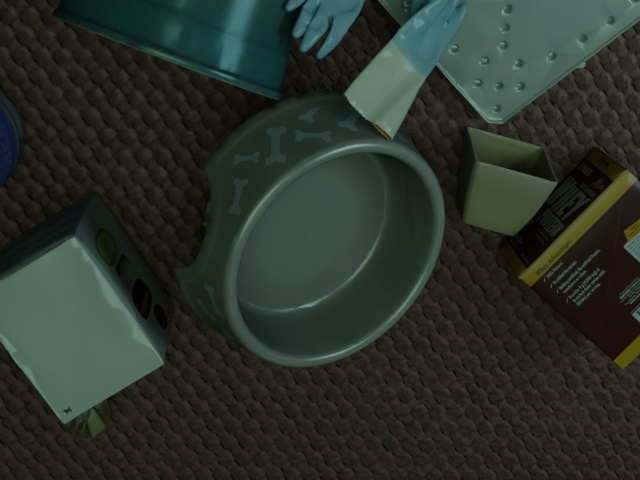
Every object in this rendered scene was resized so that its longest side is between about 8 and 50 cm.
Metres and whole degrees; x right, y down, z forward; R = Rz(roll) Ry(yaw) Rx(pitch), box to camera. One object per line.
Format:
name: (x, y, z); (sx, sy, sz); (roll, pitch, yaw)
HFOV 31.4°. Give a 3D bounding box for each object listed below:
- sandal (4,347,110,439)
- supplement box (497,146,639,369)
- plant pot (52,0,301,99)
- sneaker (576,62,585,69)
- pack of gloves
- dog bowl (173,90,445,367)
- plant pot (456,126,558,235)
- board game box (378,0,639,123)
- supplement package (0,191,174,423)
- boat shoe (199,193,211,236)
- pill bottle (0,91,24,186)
sandal: (-0.348, 0.187, 1.532); (0.072, 0.049, 0.180); (-44, 90, 4)
supplement box: (0.374, 0.021, 1.482); (0.194, 0.129, 0.191); (40, 101, -14)
plant pot: (-0.129, -0.324, 1.286); (0.271, 0.271, 0.255); (20, 96, -9)
sneaker: (0.319, -0.226, 1.454); (0.037, 0.032, 0.083); (38, 104, -18)
pack of gloves: (0.077, -0.264, 1.283); (0.195, 0.046, 0.232); (41, 65, -24)
dog bowl: (0.000, 0.000, 1.374); (0.348, 0.102, 0.349); (-18, 127, -26)
plant pot: (0.228, -0.070, 1.463); (0.109, 0.109, 0.096); (15, 119, -8)
board game box: (0.232, -0.393, 1.337); (0.390, 0.050, 0.390); (-38, 107, 25)
supplement package: (-0.298, 0.077, 1.417); (0.149, 0.203, 0.194); (-31, 107, 6)
boat shoe: (-0.058, -0.020, 1.478); (0.190, 0.068, 0.072); (13, 89, -11)
pill bottle: (-0.441, -0.095, 1.318); (0.152, 0.272, 0.152); (-1, 107, -4)
